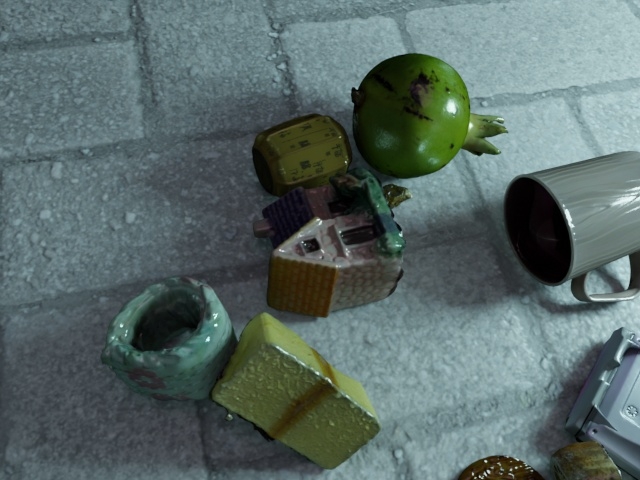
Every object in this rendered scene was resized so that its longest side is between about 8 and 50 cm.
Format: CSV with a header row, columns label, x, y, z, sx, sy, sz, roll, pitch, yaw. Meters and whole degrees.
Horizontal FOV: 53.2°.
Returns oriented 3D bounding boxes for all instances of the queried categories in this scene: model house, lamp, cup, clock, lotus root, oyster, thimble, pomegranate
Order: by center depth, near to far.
label,x,y,z,sx,sy,sz,roll,pitch,yaw
lotus root,0.446,0.406,1.070,0.081,0.112,0.122,-16,32,-4
thimble,-0.252,0.173,1.078,0.211,0.149,0.185,-27,49,-12
clock,0.581,0.295,1.160,0.186,0.083,0.253,34,63,12
model house,0.000,0.000,1.192,0.237,0.202,0.237,-14,63,-14
cup,0.542,-0.026,1.262,0.273,0.208,0.288,-17,63,-16
lamp,-0.037,-0.173,1.314,0.185,0.161,0.161,-24,66,-19
pomegranate,0.223,-0.253,1.341,0.340,0.260,0.261,8,61,-5
oyster,0.150,-0.097,1.360,0.093,0.034,0.051,-17,57,-10

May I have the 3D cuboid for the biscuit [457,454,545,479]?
label,x,y,z,sx,sy,sz,roll,pitch,yaw
biscuit,0.313,0.457,1.074,0.187,0.027,0.188,2,60,-4

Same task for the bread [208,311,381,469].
label,x,y,z,sx,sy,sz,roll,pitch,yaw
bread,-0.027,0.247,1.066,0.266,0.142,0.178,38,47,-20
